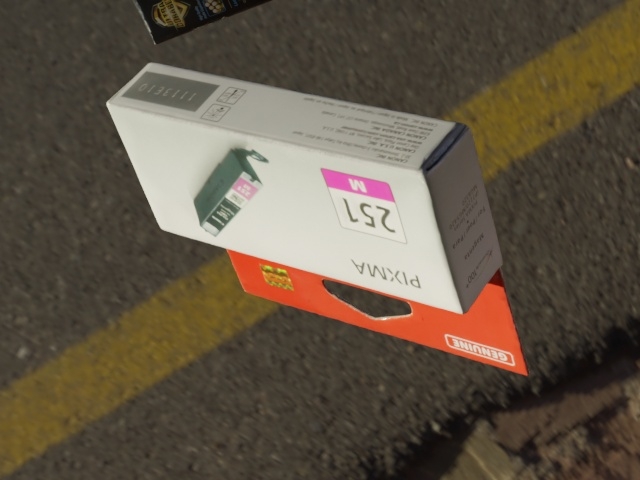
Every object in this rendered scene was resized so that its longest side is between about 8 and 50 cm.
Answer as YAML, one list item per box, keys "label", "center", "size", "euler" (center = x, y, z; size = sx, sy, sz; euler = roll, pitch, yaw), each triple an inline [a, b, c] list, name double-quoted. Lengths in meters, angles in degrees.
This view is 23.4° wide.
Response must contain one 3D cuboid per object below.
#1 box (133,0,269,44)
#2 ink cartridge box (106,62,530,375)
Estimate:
- label: "box"
  center: [-0.083, -0.261, 1.167]
  size: [0.175, 0.220, 0.051]
  euler: [-21, 55, 3]
- label: "ink cartridge box"
  center: [0.000, 0.000, 1.097]
  size: [0.275, 0.239, 0.060]
  euler: [15, 49, 34]
